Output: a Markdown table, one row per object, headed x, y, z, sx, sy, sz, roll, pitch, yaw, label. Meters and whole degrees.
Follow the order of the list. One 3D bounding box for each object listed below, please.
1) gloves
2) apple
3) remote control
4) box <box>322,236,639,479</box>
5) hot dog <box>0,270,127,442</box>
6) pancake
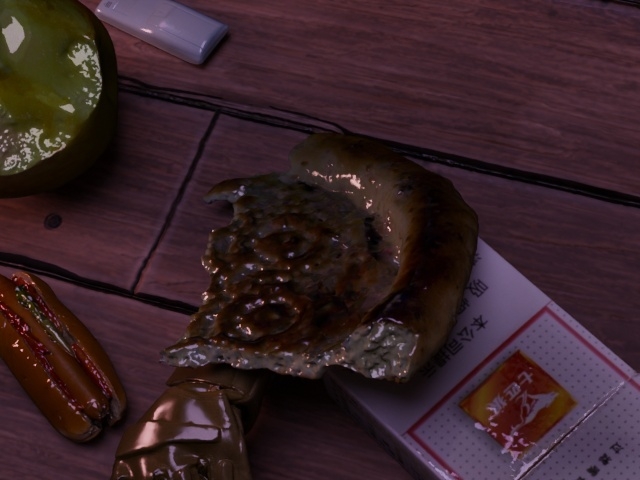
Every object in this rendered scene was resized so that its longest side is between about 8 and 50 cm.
| x | y | z | sx | sy | sz | roll | pitch | yaw | label |
| --- | --- | --- | --- | --- | --- | --- | --- | --- | --- |
| -0.114 | 0.200 | 1.719 | 0.154 | 0.141 | 0.331 | -3 | 48 | 35 | gloves |
| -0.330 | -0.166 | 1.919 | 0.226 | 0.246 | 0.246 | 4 | 60 | 6 | apple |
| -0.184 | -0.256 | 2.071 | 0.162 | 0.029 | 0.061 | 27 | 66 | 23 | remote control |
| 0.184 | 0.167 | 1.723 | 0.210 | 0.095 | 0.330 | -40 | 63 | -14 | box |
| -0.284 | 0.111 | 1.854 | 0.092 | 0.062 | 0.235 | -40 | 61 | -10 | hot dog |
| 0.005 | 0.000 | 1.770 | 0.304 | 0.067 | 0.427 | -7 | 34 | 12 | pancake |
